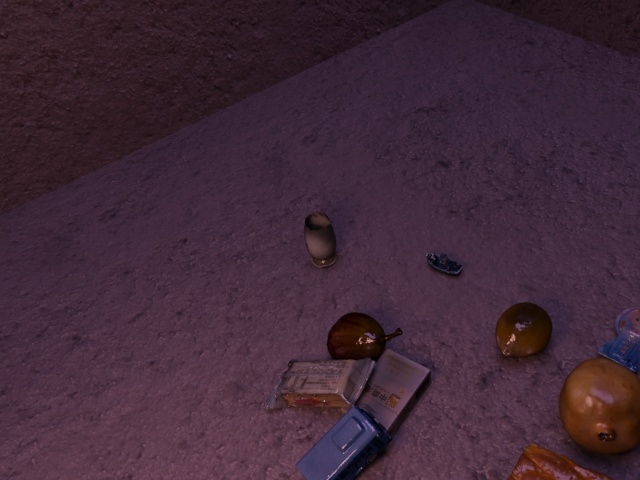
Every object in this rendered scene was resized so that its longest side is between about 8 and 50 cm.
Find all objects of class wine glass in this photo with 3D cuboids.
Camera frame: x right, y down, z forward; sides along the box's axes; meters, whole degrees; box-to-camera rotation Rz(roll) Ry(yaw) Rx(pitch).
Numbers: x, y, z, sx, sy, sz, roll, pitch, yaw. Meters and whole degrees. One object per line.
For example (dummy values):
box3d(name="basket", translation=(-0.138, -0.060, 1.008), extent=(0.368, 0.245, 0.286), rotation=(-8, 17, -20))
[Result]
box3d(name="wine glass", translation=(0.000, 0.000, 2.221), extent=(0.111, 0.205, 0.111), rotation=(-4, 46, 5))

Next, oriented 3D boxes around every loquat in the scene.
box3d(name="loquat", translation=(0.588, 0.267, 1.839), extent=(0.152, 0.152, 0.195), rotation=(27, 47, 35))

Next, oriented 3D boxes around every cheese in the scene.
box3d(name="cheese", translation=(0.910, 0.271, 1.821), extent=(0.135, 0.052, 0.244), rotation=(29, 57, 36))

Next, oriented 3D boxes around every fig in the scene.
box3d(name="fig", translation=(0.142, 0.292, 1.879), extent=(0.274, 0.146, 0.170), rotation=(-15, 23, 51))

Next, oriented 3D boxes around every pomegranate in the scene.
box3d(name="pomegranate", translation=(0.720, 0.420, 1.594), extent=(0.232, 0.233, 0.233), rotation=(-7, 43, 6))

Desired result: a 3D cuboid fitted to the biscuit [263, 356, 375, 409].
box3d(name="biscuit", translation=(-0.003, 0.411, 1.832), extent=(0.308, 0.079, 0.186), rotation=(-12, 33, 33))

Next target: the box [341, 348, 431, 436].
box3d(name="box", translation=(0.190, 0.441, 1.802), extent=(0.155, 0.067, 0.243), rotation=(21, 53, 33))

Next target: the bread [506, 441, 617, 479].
box3d(name="bread", translation=(0.527, 0.649, 1.399), extent=(0.278, 0.207, 0.279), rotation=(18, 52, 31))

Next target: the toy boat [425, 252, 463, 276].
box3d(name="toy boat", translation=(0.418, 0.076, 2.141), extent=(0.137, 0.061, 0.060), rotation=(25, 55, 35))

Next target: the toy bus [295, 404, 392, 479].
box3d(name="toy bus", translation=(0.062, 0.548, 1.638), extent=(0.234, 0.134, 0.116), rotation=(-45, 51, -6))
